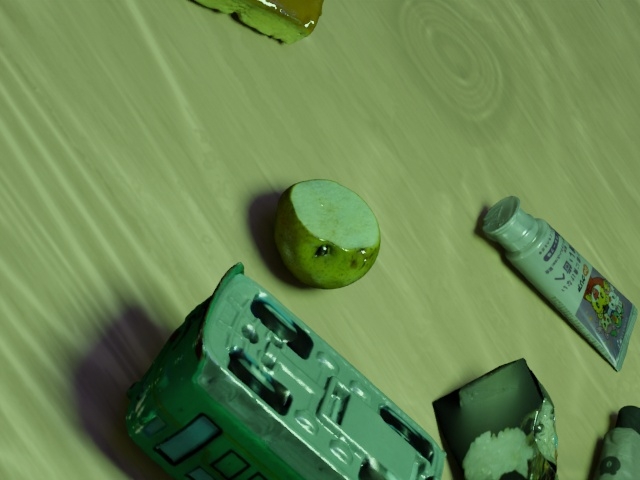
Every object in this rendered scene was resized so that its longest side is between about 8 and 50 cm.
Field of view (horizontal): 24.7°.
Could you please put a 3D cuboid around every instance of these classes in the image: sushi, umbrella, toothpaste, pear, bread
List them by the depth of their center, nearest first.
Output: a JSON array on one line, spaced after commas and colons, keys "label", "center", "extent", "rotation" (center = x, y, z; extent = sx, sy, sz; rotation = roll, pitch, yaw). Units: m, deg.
[{"label": "pear", "center": [0.000, 0.000, 1.780], "extent": [0.141, 0.104, 0.141], "rotation": [22, 35, -16]}, {"label": "sushi", "center": [0.253, 0.299, 1.825], "extent": [0.109, 0.134, 0.272], "rotation": [35, 34, -59]}, {"label": "bread", "center": [-0.154, -0.373, 1.854], "extent": [0.361, 0.077, 0.138], "rotation": [22, 57, -27]}, {"label": "umbrella", "center": [0.378, 0.358, 1.910], "extent": [0.067, 0.073, 0.337], "rotation": [38, 52, -18]}, {"label": "toothpaste", "center": [0.344, 0.055, 2.035], "extent": [0.299, 0.073, 0.114], "rotation": [41, 51, -24]}]

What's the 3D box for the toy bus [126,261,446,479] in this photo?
[{"label": "toy bus", "center": [-0.045, 0.215, 1.577], "extent": [0.343, 0.199, 0.183], "rotation": [43, 31, -11]}]
